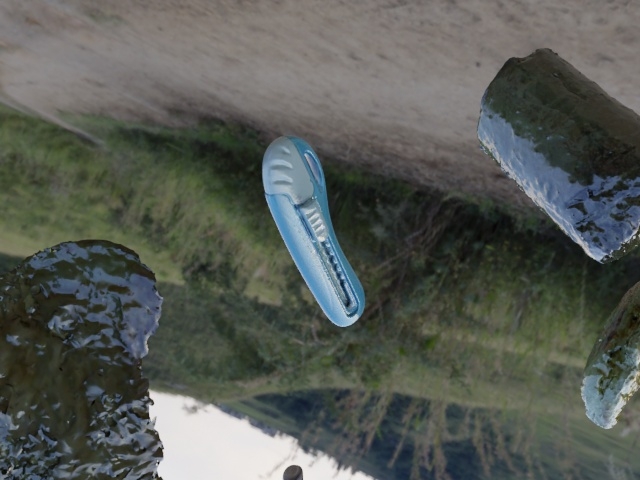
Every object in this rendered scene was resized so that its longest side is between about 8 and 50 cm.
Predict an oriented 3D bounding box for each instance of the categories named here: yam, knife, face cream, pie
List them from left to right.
[{"bbox_3d":[-0.028,0.277,0.728,0.021,0.083,0.040,0,-173,7],"label":"face cream"},{"bbox_3d":[0.000,0.000,0.654,0.031,0.064,0.222,21,145,43],"label":"knife"},{"bbox_3d":[0.369,-0.118,1.003,0.195,0.195,0.300,30,-160,-54],"label":"yam"},{"bbox_3d":[0.465,0.154,1.063,0.090,0.248,0.201,27,150,27],"label":"pie"}]

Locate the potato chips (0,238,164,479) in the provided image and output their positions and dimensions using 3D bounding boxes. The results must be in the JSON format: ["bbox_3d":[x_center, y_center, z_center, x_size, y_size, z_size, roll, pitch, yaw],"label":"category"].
[{"bbox_3d":[-0.134,0.106,0.359,0.142,0.209,0.026,36,168,-19],"label":"potato chips"}]
